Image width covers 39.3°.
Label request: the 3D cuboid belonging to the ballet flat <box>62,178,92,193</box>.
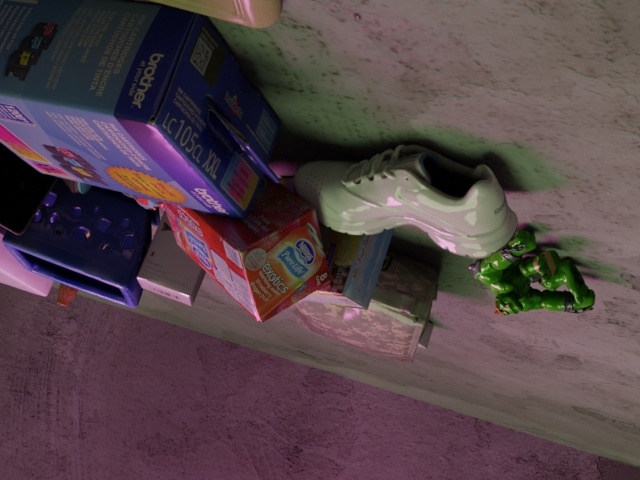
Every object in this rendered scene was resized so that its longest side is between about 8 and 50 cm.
[{"bbox_3d":[-0.389,-0.155,1.422,0.096,0.095,0.280,33,158,-8],"label":"ballet flat"}]

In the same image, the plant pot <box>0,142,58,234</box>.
[{"bbox_3d":[-0.560,-0.150,1.494,0.167,0.187,0.188,24,169,31],"label":"plant pot"}]

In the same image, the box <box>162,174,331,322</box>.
[{"bbox_3d":[-0.111,-0.018,1.237,0.257,0.122,0.128,37,148,46],"label":"box"}]

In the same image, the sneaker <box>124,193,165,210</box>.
[{"bbox_3d":[-0.278,-0.109,1.406,0.125,0.104,0.262,29,162,-25],"label":"sneaker"}]

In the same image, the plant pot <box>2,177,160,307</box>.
[{"bbox_3d":[-0.422,-0.024,1.669,0.235,0.212,0.236,19,165,-2],"label":"plant pot"}]

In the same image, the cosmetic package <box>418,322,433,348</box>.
[{"bbox_3d":[0.143,0.157,1.882,0.098,0.060,0.239,11,163,35],"label":"cosmetic package"}]

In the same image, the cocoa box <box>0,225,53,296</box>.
[{"bbox_3d":[-0.675,-0.065,1.806,0.231,0.228,0.347,15,164,17],"label":"cocoa box"}]

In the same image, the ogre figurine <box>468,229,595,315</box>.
[{"bbox_3d":[0.302,0.056,1.294,0.118,0.097,0.197,-20,157,40],"label":"ogre figurine"}]

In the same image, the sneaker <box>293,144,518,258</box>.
[{"bbox_3d":[0.099,-0.072,1.122,0.297,0.111,0.129,9,146,24],"label":"sneaker"}]

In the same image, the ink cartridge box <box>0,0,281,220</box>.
[{"bbox_3d":[-0.227,-0.161,1.088,0.395,0.151,0.270,11,163,23],"label":"ink cartridge box"}]

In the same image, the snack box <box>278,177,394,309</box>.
[{"bbox_3d":[0.000,0.000,1.301,0.207,0.175,0.070,3,158,44],"label":"snack box"}]

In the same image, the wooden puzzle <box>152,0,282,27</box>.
[{"bbox_3d":[-0.159,-0.281,0.795,0.238,0.044,0.221,12,163,9],"label":"wooden puzzle"}]

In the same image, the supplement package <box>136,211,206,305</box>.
[{"bbox_3d":[-0.253,0.014,1.651,0.105,0.179,0.105,19,165,0],"label":"supplement package"}]

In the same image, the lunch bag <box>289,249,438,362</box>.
[{"bbox_3d":[0.077,0.095,1.551,0.235,0.169,0.287,18,169,7],"label":"lunch bag"}]

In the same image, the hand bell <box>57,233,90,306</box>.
[{"bbox_3d":[-0.482,0.021,1.841,0.126,0.242,0.126,18,164,5],"label":"hand bell"}]
